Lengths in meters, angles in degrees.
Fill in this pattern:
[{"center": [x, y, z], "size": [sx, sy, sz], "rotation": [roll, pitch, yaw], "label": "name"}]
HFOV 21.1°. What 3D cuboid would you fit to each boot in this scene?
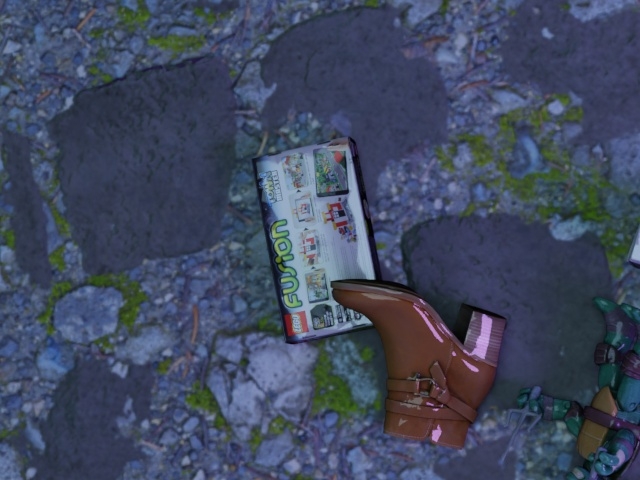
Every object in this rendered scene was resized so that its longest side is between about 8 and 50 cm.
[{"center": [0.086, 0.127, 1.783], "size": [0.197, 0.073, 0.152], "rotation": [18, 95, -4], "label": "boot"}]

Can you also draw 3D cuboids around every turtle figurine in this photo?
[{"center": [0.277, 0.178, 1.734], "size": [0.175, 0.118, 0.234], "rotation": [17, 86, 56], "label": "turtle figurine"}]

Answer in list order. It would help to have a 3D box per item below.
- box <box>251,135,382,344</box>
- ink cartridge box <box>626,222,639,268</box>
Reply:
[{"center": [0.000, 0.000, 1.856], "size": [0.114, 0.036, 0.207], "rotation": [-12, 81, 12], "label": "box"}, {"center": [0.391, 0.015, 1.721], "size": [0.150, 0.109, 0.063], "rotation": [17, 89, 15], "label": "ink cartridge box"}]
